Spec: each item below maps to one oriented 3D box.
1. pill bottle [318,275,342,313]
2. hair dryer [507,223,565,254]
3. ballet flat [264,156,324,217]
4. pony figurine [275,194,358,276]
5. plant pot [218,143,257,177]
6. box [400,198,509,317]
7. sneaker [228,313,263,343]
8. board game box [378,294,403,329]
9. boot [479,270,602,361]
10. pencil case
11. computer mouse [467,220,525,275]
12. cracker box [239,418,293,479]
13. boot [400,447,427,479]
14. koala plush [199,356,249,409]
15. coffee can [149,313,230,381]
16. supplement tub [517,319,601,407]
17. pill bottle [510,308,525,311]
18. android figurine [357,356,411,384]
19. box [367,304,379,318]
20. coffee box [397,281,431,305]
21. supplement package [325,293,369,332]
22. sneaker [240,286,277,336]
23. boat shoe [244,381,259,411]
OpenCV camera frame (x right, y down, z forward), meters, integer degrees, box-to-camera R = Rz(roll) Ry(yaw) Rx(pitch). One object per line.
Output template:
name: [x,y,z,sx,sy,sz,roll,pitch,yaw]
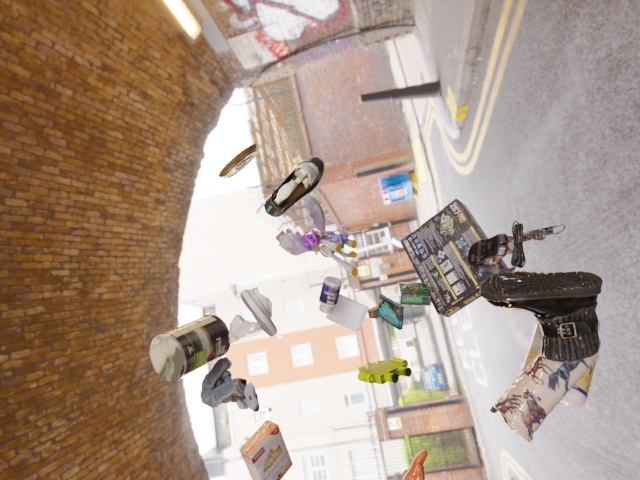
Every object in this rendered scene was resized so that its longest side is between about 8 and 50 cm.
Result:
pill bottle: [0.044,0.270,2.122,0.094,0.094,0.170,-73,-4,-72]
hair dryer: [0.850,0.005,1.814,0.223,0.293,0.080,-10,-94,-38]
ballet flat: [-0.073,-0.185,1.417,0.095,0.280,0.096,39,160,1]
pony figurine: [0.000,0.000,2.074,0.303,0.363,0.351,-52,-47,-18]
plant pot: [-0.380,-0.366,2.034,0.032,0.236,0.236,50,-167,-4]
box: [0.544,0.068,1.787,0.097,0.318,0.395,22,-145,-41]
sneaker: [-0.277,0.304,1.529,0.080,0.212,0.094,-2,-109,-39]
board game box: [0.363,0.369,2.237,0.186,0.026,0.126,25,119,60]
boot: [0.665,0.236,1.306,0.131,0.347,0.260,-62,-32,-63]
pencil case: [0.774,0.484,1.486,0.160,0.410,0.183,39,176,21]
computer mouse: [0.616,0.062,1.492,0.262,0.060,0.184,136,148,-58]
cracker box: [-0.201,0.826,1.640,0.155,0.067,0.232,-39,-56,-41]
boot: [0.392,0.908,1.705,0.084,0.158,0.059,25,168,49]
koala plush: [-0.417,0.682,1.982,0.196,0.203,0.221,48,-177,38]
coffee can: [-0.552,0.452,1.846,0.275,0.201,0.202,-17,-86,-59]
supplement tub: [0.933,0.444,1.675,0.331,0.241,0.241,-63,-24,-17]
pill bottle: [0.982,0.314,2.109,0.065,0.116,0.065,-9,-78,-48]
android figurine: [0.285,0.605,2.001,0.272,0.248,0.056,-11,91,58]
box: [0.363,0.410,2.557,0.059,0.168,0.054,-6,99,59]
coffee box: [0.350,0.198,1.622,0.184,0.113,0.041,-46,-43,-77]
supplement package: [0.145,0.397,2.351,0.203,0.194,0.149,78,-144,-78]
sneaker: [-0.236,0.281,1.774,0.258,0.091,0.094,47,153,33]
boat shoe: [-0.287,0.661,1.814,0.040,0.049,0.142,59,180,-32]
